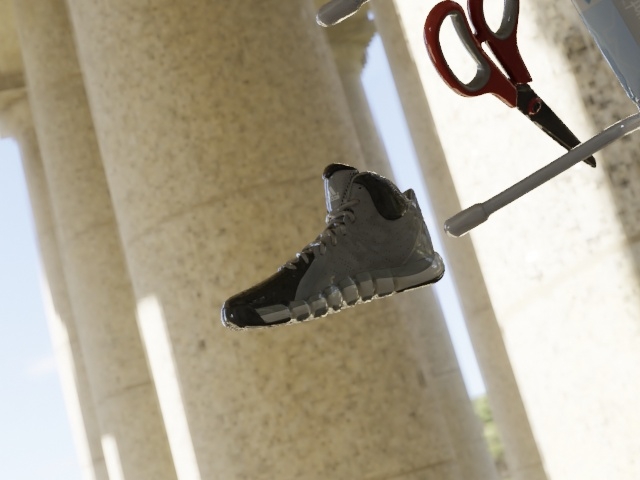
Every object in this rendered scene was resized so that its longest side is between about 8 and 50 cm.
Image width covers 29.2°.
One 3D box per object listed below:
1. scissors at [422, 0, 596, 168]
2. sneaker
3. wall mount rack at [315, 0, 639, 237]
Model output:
[{"bbox_3d":[0.178,-0.127,1.131,0.109,0.021,0.297,-49,-45,-13],"label":"scissors"},{"bbox_3d":[0.000,0.000,1.122,0.228,0.132,0.086,-14,0,-30],"label":"sneaker"},{"bbox_3d":[0.174,-0.161,0.922,0.130,0.350,0.304,-34,4,-39],"label":"wall mount rack"}]
